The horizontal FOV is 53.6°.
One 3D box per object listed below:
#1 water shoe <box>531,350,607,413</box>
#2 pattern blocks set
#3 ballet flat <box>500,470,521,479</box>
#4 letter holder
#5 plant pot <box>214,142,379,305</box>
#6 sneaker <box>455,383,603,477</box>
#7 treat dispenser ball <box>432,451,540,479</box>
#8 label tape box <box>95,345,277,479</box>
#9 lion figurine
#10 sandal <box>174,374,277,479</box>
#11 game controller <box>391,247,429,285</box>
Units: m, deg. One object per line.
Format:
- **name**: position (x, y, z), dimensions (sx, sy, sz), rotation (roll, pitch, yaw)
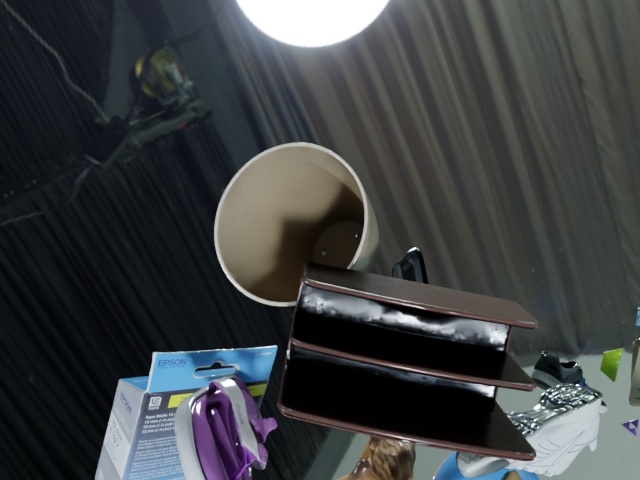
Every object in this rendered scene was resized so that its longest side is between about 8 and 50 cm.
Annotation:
- **water shoe**: position (0.518, 0.288, 1.286), dimensions (0.073, 0.203, 0.080), rotation (2, 66, 63)
- **pattern blocks set**: position (0.842, 0.339, 1.555), dimensions (0.285, 0.325, 0.026), rotation (22, 14, 32)
- **ballet flat**: position (0.267, 0.461, 0.942), dimensions (0.073, 0.080, 0.232), rotation (16, 64, 40)
- **letter holder**: position (0.110, 0.142, 0.785), dimensions (0.302, 0.152, 0.214), rotation (11, 7, -1)
- **plant pot**: position (0.000, 0.000, 1.088), dimensions (0.256, 0.256, 0.274), rotation (-18, -18, 18)
- **sneaker**: position (0.371, 0.352, 1.088), dimensions (0.297, 0.129, 0.111), rotation (-15, 10, -17)
- **treat dispenser ball**: position (0.411, 0.652, 1.562), dimensions (0.288, 0.288, 0.288), rotation (-21, 18, 7)
- **label tape box**: position (-0.251, 0.324, 1.180), dimensions (0.249, 0.347, 0.115), rotation (3, 23, -39)
- **lion figurine**: position (0.068, 0.593, 1.471), dimensions (0.392, 0.240, 0.142), rotation (-27, 12, -14)
- **sandal**: position (-0.120, 0.269, 0.924), dimensions (0.102, 0.169, 0.416), rotation (-32, 7, 0)
- **game controller**: position (0.228, 0.181, 1.451), dimensions (0.067, 0.319, 0.166), rotation (-3, -20, -16)
